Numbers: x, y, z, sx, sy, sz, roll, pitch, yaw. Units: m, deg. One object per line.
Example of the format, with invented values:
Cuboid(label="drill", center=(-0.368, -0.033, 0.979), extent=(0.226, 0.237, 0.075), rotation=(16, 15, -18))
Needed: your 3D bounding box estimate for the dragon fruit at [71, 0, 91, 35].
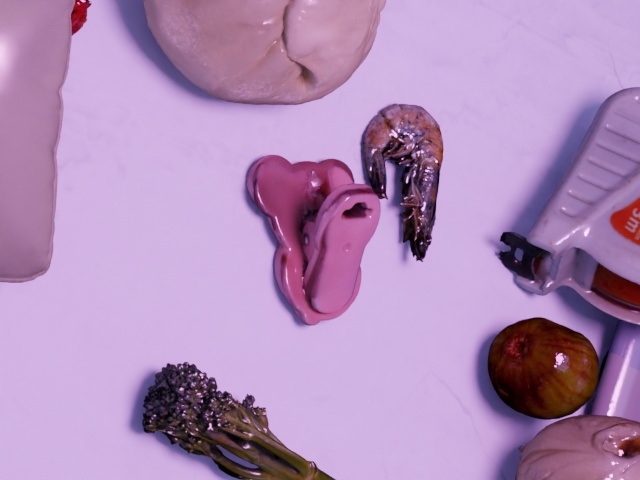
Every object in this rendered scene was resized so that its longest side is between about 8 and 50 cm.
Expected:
Cuboid(label="dragon fruit", center=(-0.279, -0.185, 1.227), extent=(0.162, 0.083, 0.106), rotation=(22, 99, -34))

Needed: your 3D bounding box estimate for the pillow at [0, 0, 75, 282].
Cuboid(label="pillow", center=(-0.338, -0.087, 1.114), extent=(0.322, 0.120, 0.255), rotation=(0, 103, -33))

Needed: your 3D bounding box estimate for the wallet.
Cuboid(label="wallet", center=(0.356, 0.170, 1.658), extent=(0.170, 0.069, 0.231), rotation=(28, 73, -26))

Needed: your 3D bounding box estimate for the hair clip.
Cuboid(label="hair clip", center=(-0.007, -0.004, 1.432), extent=(0.123, 0.102, 0.138), rotation=(-8, 120, -36))

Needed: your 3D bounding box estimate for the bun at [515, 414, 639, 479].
Cuboid(label="bun", center=(0.279, 0.227, 1.491), extent=(0.173, 0.113, 0.166), rotation=(-1, 41, -20))

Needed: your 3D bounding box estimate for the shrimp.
Cuboid(label="shrimp", center=(0.079, -0.057, 1.507), extent=(0.091, 0.034, 0.161), rotation=(7, 72, -24))

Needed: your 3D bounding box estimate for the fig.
Cuboid(label="fig", center=(0.234, 0.135, 1.549), extent=(0.103, 0.109, 0.155), rotation=(-46, 133, 13))

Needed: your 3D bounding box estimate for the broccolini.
Cuboid(label="broccolini", center=(-0.002, 0.212, 1.397), extent=(0.392, 0.079, 0.074), rotation=(36, 52, -36))

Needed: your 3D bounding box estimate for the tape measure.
Cuboid(label="tape measure", center=(0.342, -0.022, 1.601), extent=(0.246, 0.125, 0.243), rotation=(27, 61, 12))

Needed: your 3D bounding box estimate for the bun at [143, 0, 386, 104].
Cuboid(label="bun", center=(-0.042, -0.241, 1.360), extent=(0.259, 0.160, 0.259), rotation=(3, 84, -36))
